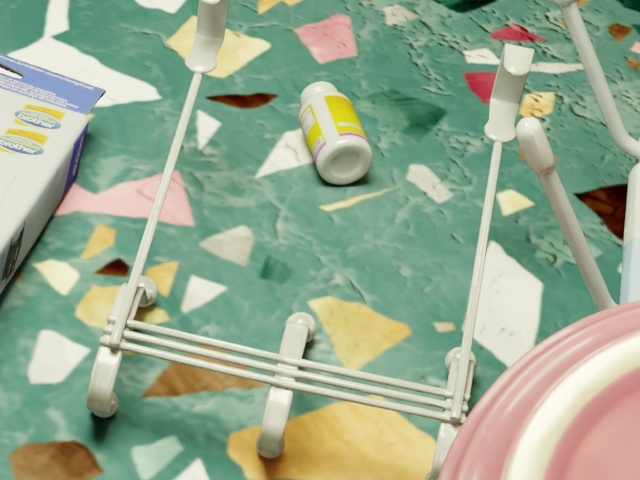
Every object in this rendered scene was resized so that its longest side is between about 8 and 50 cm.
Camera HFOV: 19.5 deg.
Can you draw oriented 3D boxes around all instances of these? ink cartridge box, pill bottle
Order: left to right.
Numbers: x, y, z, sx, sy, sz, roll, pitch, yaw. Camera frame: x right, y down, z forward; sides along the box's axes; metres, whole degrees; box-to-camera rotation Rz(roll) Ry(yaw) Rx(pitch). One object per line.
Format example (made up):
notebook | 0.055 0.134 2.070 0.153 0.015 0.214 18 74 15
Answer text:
ink cartridge box | -0.275 -0.042 1.242 0.186 0.065 0.311 17 34 3
pill bottle | 0.009 -0.083 1.400 0.043 0.043 0.083 -2 42 -17

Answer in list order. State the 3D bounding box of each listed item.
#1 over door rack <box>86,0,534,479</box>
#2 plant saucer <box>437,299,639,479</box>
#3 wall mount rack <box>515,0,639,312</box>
over door rack | 0.000 0.000 1.227 0.239 0.108 0.324 13 60 0
plant saucer | 0.222 0.171 1.018 0.332 0.084 0.332 -2 63 4
wall mount rack | 0.250 -0.032 1.300 0.304 0.130 0.350 27 38 -9
